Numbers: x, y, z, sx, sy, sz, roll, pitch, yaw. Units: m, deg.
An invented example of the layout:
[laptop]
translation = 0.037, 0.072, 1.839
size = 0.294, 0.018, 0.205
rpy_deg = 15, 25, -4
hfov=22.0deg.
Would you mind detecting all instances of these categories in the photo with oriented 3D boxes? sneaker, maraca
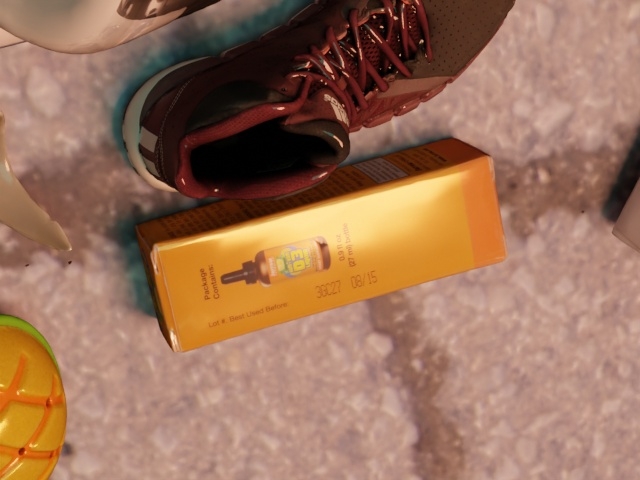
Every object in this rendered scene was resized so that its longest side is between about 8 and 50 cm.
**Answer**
[sneaker]
translation = 0.021, -0.093, 1.017
size = 0.281, 0.162, 0.106
rpy_deg = -30, 112, -6
[maraca]
translation = -0.215, 0.133, 1.047
size = 0.127, 0.099, 0.186
rpy_deg = -21, 123, -37

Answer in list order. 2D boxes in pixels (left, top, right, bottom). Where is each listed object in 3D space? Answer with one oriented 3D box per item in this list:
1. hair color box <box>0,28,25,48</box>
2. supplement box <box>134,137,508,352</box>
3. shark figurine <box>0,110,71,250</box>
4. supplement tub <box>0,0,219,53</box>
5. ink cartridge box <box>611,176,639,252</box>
[hair color box]
translation = -0.334, -0.163, 0.919
size = 0.347, 0.105, 0.174
rpy_deg = -17, 111, -12
[supplement box]
translation = 0.000, 0.000, 1.086
size = 0.233, 0.080, 0.078
rpy_deg = -16, 109, -14
[shark figurine]
translation = -0.304, 0.005, 0.974
size = 0.278, 0.166, 0.116
rpy_deg = -7, 81, -42
[supplement tub]
translation = -0.043, -0.246, 0.875
size = 0.338, 0.207, 0.207
rpy_deg = -32, 116, -39
[ink cartridge box]
translation = 0.406, -0.058, 1.143
size = 0.309, 0.130, 0.272
rpy_deg = 18, 104, -26
